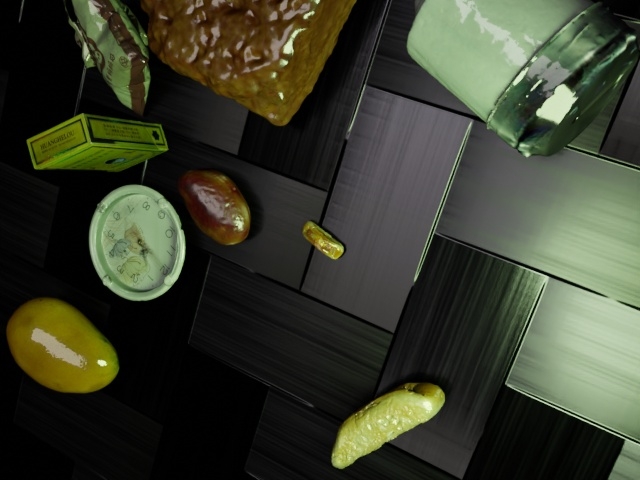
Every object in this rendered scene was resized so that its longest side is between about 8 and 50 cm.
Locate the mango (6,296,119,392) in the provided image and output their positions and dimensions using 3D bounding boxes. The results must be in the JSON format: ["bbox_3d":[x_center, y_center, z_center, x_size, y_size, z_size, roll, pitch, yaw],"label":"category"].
[{"bbox_3d":[-0.553,0.234,1.359,0.254,0.139,0.175,40,117,6],"label":"mango"}]

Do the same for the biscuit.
[{"bbox_3d":[-0.113,-0.438,1.076,0.343,0.166,0.395,33,107,13],"label":"biscuit"}]

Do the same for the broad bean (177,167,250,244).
[{"bbox_3d":[-0.198,-0.064,1.206,0.114,0.084,0.165,-30,91,39],"label":"broad bean"}]

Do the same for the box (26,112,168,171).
[{"bbox_3d":[-0.412,-0.179,1.202,0.141,0.220,0.064,-18,89,22],"label":"box"}]

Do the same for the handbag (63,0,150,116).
[{"bbox_3d":[-0.393,-0.371,1.197,0.127,0.213,0.235,-33,85,-17],"label":"handbag"}]

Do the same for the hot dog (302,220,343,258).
[{"bbox_3d":[0.000,0.000,1.155,0.090,0.034,0.030,38,110,13],"label":"hot dog"}]

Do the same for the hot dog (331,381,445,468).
[{"bbox_3d":[0.106,0.316,1.126,0.242,0.084,0.073,-37,78,23],"label":"hot dog"}]

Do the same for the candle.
[{"bbox_3d":[0.258,-0.295,0.914,0.342,0.221,0.221,45,111,15],"label":"candle"}]

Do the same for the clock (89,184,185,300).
[{"bbox_3d":[-0.365,0.003,1.297,0.236,0.053,0.236,2,96,21],"label":"clock"}]
